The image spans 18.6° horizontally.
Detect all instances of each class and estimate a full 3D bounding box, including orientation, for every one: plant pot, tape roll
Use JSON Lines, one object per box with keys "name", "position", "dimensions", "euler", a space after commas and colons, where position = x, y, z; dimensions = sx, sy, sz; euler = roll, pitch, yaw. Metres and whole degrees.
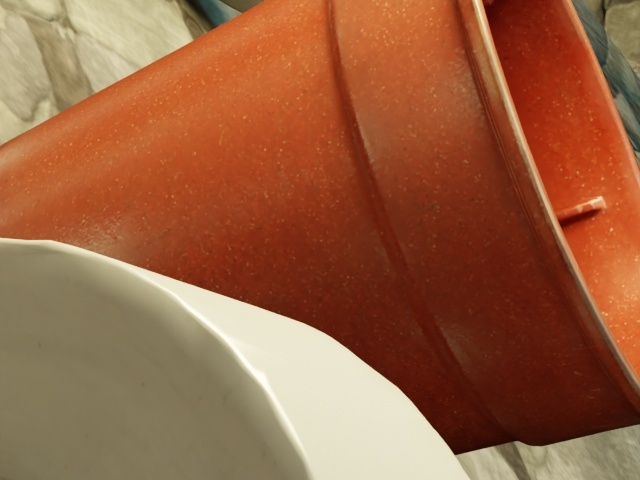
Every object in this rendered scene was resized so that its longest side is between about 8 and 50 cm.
{"name": "plant pot", "position": [0.000, 0.000, 0.906], "dimensions": [0.272, 0.265, 0.272], "euler": [57, 21, -36]}
{"name": "tape roll", "position": [-0.082, 0.147, 0.564], "dimensions": [0.100, 0.286, 0.286], "euler": [22, 40, -55]}

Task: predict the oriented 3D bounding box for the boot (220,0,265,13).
{"name": "boot", "position": [-0.138, -0.232, 1.211], "dimensions": [0.338, 0.118, 0.222], "euler": [41, 28, -9]}
